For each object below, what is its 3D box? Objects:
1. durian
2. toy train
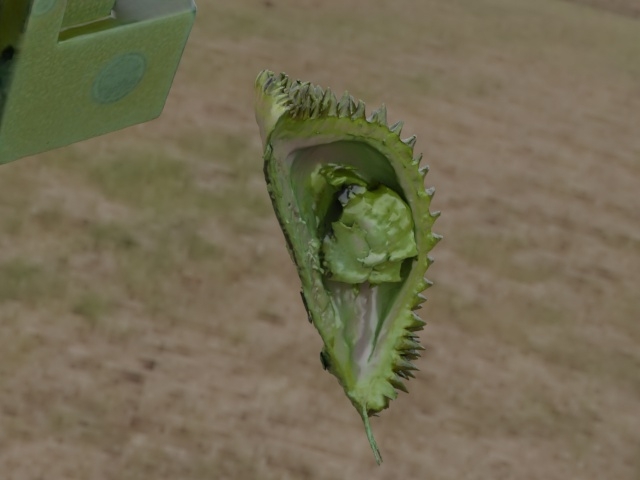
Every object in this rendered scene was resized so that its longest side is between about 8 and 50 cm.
[{"bbox_3d":[0.005,-0.001,1.462,0.157,0.355,0.169,6,39,31],"label":"durian"},{"bbox_3d":[-0.166,-0.193,0.935,0.253,0.397,0.160,-22,60,-39],"label":"toy train"}]
